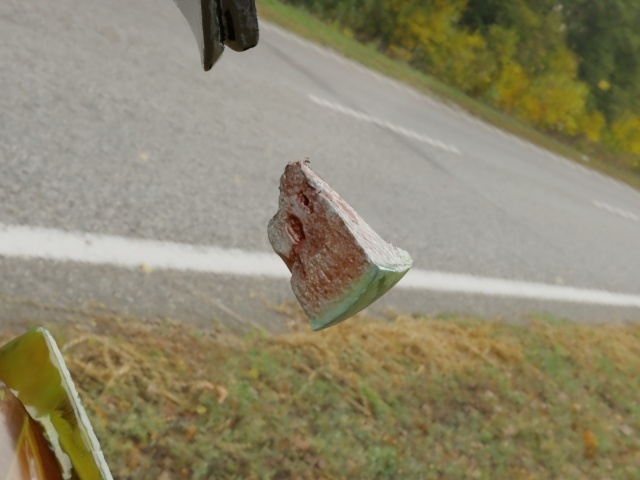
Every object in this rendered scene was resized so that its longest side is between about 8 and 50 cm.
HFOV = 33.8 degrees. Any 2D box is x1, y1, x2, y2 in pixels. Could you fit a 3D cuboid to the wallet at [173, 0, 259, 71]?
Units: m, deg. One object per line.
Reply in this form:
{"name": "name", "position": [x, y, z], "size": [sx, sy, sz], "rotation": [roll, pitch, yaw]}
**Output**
{"name": "wallet", "position": [-0.146, -0.293, 0.736], "size": [0.377, 0.051, 0.197], "rotation": [56, -18, 30]}

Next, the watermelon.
{"name": "watermelon", "position": [0.006, 0.015, 0.981], "size": [0.158, 0.098, 0.121], "rotation": [46, 14, -18]}

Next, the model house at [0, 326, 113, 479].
{"name": "model house", "position": [-0.223, 0.148, 0.378], "size": [0.323, 0.300, 0.340], "rotation": [55, 11, -23]}
